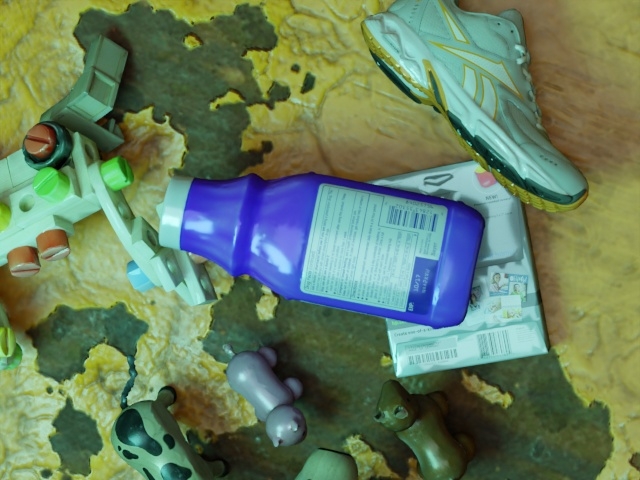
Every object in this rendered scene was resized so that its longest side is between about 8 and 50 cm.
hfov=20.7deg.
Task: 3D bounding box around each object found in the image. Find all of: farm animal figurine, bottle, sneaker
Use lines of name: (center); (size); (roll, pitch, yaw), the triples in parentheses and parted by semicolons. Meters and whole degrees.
farm animal figurine: (-0.024, 0.259, 1.593); (0.330, 0.172, 0.326); (-4, 95, 13)
bottle: (0.000, 0.000, 1.562); (0.283, 0.092, 0.118); (10, 87, 3)
sneaker: (0.158, -0.141, 1.559); (0.121, 0.099, 0.262); (-42, 73, -3)

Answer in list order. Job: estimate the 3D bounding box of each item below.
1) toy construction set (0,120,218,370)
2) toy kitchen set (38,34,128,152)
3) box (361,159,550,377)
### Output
toy construction set: (-0.265, 0.020, 1.639); (0.328, 0.151, 0.215); (-19, 65, 4)
toy kitchen set: (-0.214, -0.135, 1.684); (0.068, 0.075, 0.083); (31, 140, -28)
box: (0.125, 0.023, 1.621); (0.145, 0.038, 0.186); (-11, 92, 11)
